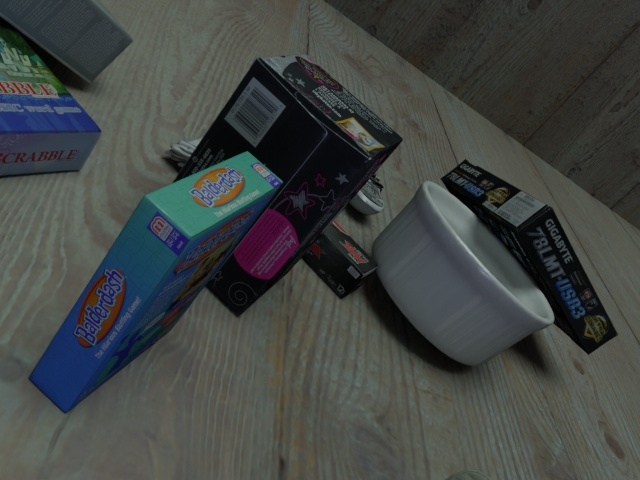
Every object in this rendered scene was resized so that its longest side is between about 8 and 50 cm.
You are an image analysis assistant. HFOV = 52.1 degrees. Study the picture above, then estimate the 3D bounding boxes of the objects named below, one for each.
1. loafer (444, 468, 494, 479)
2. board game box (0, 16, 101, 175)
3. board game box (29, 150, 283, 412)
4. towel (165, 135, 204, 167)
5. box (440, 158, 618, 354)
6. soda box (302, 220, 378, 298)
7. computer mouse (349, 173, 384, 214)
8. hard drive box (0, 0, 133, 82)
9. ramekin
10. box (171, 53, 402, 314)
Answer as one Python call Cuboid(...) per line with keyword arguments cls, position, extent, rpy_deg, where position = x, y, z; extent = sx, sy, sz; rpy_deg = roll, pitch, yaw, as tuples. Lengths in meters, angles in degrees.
Cuboid(cls="loafer", position=(0.197, 0.368, 0.598), extent=(0.111, 0.112, 0.319), rpy_deg=(65, 2, -47))
Cuboid(cls="board game box", position=(-0.439, -0.189, 0.648), extent=(0.318, 0.066, 0.319), rpy_deg=(47, 27, 13))
Cuboid(cls="board game box", position=(-0.134, 0.030, 0.549), extent=(0.047, 0.210, 0.160), rpy_deg=(42, 26, 3))
Cuboid(cls="towel", position=(-0.068, -0.121, 0.978), extent=(0.209, 0.034, 0.285), rpy_deg=(24, 23, 13))
Cuboid(cls="box", position=(0.362, 0.019, 1.160), extent=(0.295, 0.073, 0.293), rpy_deg=(53, 4, -24))
Cuboid(cls="soda box", position=(0.000, 0.000, 0.934), extent=(0.169, 0.053, 0.060), rpy_deg=(46, 28, 11))
Cuboid(cls="computer mouse", position=(0.072, -0.093, 1.181), extent=(0.106, 0.042, 0.193), rpy_deg=(38, 21, -15))
Cuboid(cls="hard drive box", position=(-0.372, -0.332, 0.817), extent=(0.181, 0.089, 0.232), rpy_deg=(48, 4, 27))
Cuboid(cls="ramekin", position=(0.205, 0.054, 0.986), extent=(0.277, 0.135, 0.277), rpy_deg=(40, 20, -18))
Cuboid(cls="box", position=(-0.055, -0.069, 0.755), extent=(0.163, 0.247, 0.142), rpy_deg=(43, 25, 4))
